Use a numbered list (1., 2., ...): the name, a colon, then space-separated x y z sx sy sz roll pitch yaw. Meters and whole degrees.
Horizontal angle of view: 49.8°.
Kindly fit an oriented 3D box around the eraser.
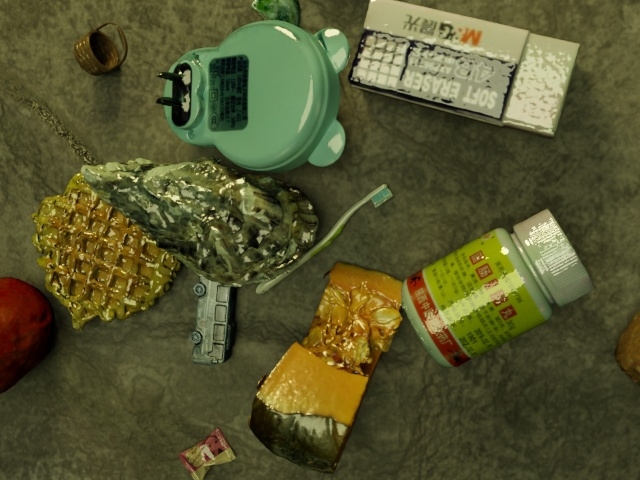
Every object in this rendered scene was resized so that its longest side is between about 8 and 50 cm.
1. eraser: 0.193 -0.234 0.941 0.287 0.086 0.130 16 98 13

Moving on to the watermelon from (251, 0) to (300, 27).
1. watermelon: -0.069 -0.348 1.029 0.061 0.085 0.085 -25 87 44

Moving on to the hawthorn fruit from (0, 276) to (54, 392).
1. hawthorn fruit: -0.527 0.160 1.094 0.189 0.251 0.190 -3 107 -10

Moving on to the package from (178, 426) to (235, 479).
1. package: -0.183 0.349 1.113 0.083 0.029 0.059 -36 77 4

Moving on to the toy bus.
1. toy bus: -0.165 0.112 1.081 0.065 0.047 0.166 6 95 10

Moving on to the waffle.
1. waffle: -0.351 0.010 1.119 0.245 0.052 0.254 -30 86 13

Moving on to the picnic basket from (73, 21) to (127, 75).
1. picnic basket: -0.336 -0.300 1.080 0.083 0.072 0.072 -19 89 28

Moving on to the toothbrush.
1. toothbrush: 0.000 0.000 1.043 0.263 0.022 0.026 -37 73 14

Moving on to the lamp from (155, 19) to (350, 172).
1. lamp: -0.097 -0.203 0.986 0.283 0.147 0.210 3 90 9

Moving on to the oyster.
1. oyster: -0.178 -0.042 1.013 0.350 0.162 0.158 19 143 -2

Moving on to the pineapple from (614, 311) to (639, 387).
1. pineapple: 0.507 0.184 0.887 0.237 0.111 0.119 34 134 1

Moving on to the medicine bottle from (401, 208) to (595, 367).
1. medicine bottle: 0.233 0.065 0.926 0.225 0.139 0.139 -30 86 14

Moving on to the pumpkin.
1. pumpkin: 0.010 0.178 0.966 0.139 0.190 0.281 22 99 13
